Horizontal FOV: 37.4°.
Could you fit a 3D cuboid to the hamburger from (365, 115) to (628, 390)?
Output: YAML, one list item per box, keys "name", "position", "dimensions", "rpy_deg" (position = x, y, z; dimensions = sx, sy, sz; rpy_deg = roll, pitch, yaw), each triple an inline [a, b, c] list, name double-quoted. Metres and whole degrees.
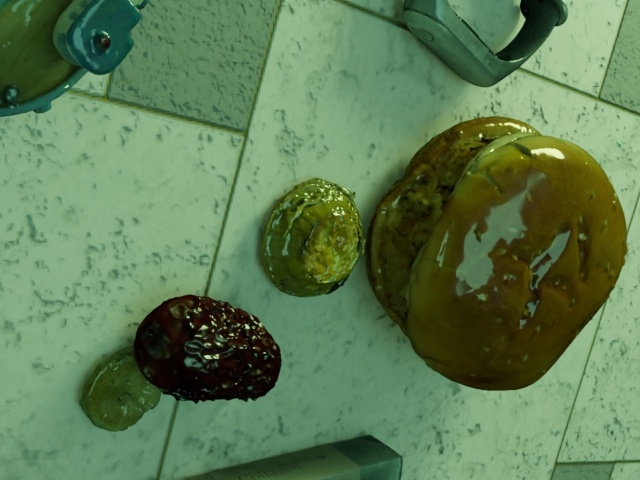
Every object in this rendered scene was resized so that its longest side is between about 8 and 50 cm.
- name: "hamburger"
  position: [0.206, 0.023, 1.054]
  dimensions: [0.314, 0.170, 0.290]
  rpy_deg: [33, 90, -41]

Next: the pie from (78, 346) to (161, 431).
- name: "pie"
  position: [-0.186, 0.139, 0.888]
  dimensions: [0.084, 0.020, 0.084]
  rpy_deg: [-14, 113, -36]

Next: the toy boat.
- name: "toy boat"
  position: [-0.196, -0.169, 0.728]
  dimensions: [0.215, 0.102, 0.088]
  rpy_deg: [-50, 125, -13]

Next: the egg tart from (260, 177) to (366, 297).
- name: "egg tart"
  position: [0.000, 0.000, 0.963]
  dimensions: [0.130, 0.052, 0.130]
  rpy_deg: [-10, 109, -32]

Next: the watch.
- name: "watch"
  position: [0.180, -0.274, 1.000]
  dimensions: [0.206, 0.068, 0.193]
  rpy_deg: [32, 86, -37]

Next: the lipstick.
- name: "lipstick"
  position: [-0.055, 0.276, 1.002]
  dimensions: [0.317, 0.066, 0.068]
  rpy_deg: [-5, 109, -36]

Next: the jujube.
- name: "jujube"
  position: [-0.099, 0.102, 0.900]
  dimensions: [0.166, 0.104, 0.104]
  rpy_deg: [16, 95, -52]
